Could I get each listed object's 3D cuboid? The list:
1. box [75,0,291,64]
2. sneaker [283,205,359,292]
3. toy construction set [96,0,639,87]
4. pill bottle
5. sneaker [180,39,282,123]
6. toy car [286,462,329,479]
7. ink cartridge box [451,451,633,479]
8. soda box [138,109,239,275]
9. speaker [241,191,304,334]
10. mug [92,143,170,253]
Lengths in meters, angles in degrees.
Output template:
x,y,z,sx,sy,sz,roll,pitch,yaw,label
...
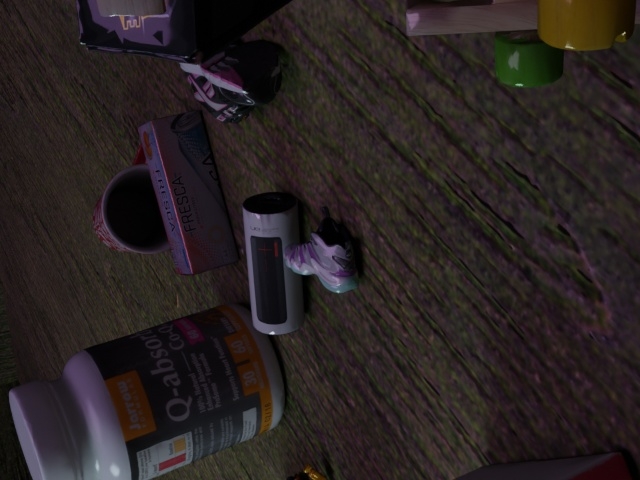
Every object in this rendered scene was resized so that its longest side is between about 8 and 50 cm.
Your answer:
x,y,z,sx,sy,sz,roll,pitch,yaw,label
-0.039,-0.278,0.480,0.073,0.293,0.295,10,120,17,box
0.000,0.000,0.825,0.098,0.038,0.069,24,125,46,sneaker
0.059,-0.140,0.353,0.257,0.309,0.237,-124,25,-47,toy construction set
-0.194,0.184,1.035,0.162,0.278,0.162,41,140,47,pill bottle
-0.080,-0.147,0.874,0.178,0.072,0.077,41,152,60,sneaker
-0.023,0.289,1.021,0.040,0.060,0.122,37,156,1,toy car
0.157,0.272,0.599,0.172,0.100,0.237,-38,71,63,ink cartridge box
-0.153,-0.054,1.059,0.058,0.063,0.183,-2,104,63,soda box
-0.045,0.022,0.903,0.055,0.055,0.136,36,135,51,speaker
-0.232,-0.048,1.206,0.113,0.150,0.169,40,163,-14,mug
